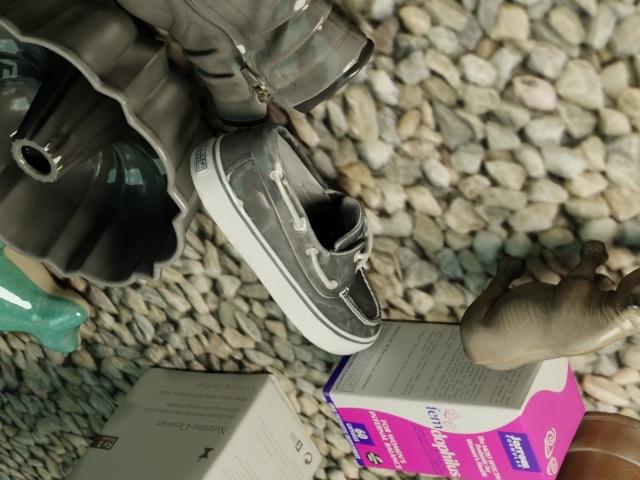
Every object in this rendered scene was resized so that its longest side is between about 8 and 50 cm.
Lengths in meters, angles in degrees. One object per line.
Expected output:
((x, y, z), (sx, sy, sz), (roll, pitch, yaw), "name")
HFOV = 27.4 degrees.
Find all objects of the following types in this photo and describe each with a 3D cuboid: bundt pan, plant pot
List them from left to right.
((-0.241, -0.114, 1.267), (0.330, 0.124, 0.331), (21, 141, 18), "bundt pan")
((0.271, 0.284, 1.281), (0.167, 0.165, 0.167), (21, 140, 19), "plant pot")

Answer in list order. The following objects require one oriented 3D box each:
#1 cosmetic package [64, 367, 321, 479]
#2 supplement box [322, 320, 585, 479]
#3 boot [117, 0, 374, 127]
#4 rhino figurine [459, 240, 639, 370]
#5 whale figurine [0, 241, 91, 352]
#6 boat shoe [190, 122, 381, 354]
((-0.191, 0.335, 1.491), (0.217, 0.385, 0.156), (-2, 129, 37), "cosmetic package")
((0.132, 0.158, 1.294), (0.220, 0.114, 0.111), (-1, 129, 34), "supplement box")
((-0.027, -0.219, 1.038), (0.222, 0.118, 0.338), (44, 149, -22), "boot")
((0.221, 0.059, 1.128), (0.243, 0.106, 0.073), (-14, 122, 44), "rhino figurine")
((-0.408, 0.055, 1.553), (0.272, 0.141, 0.216), (33, 141, 1), "whale figurine")
((0.000, 0.000, 1.221), (0.102, 0.108, 0.301), (-19, 132, 21), "boat shoe")
